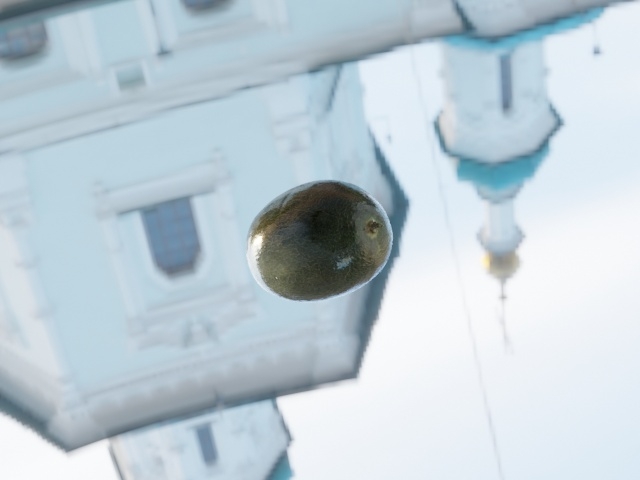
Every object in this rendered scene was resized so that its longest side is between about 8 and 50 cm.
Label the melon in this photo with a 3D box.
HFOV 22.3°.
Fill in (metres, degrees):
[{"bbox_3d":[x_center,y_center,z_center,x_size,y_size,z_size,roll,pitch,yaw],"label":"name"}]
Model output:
[{"bbox_3d":[0.000,0.000,1.529,0.167,0.114,0.114,-17,-151,47],"label":"melon"}]
